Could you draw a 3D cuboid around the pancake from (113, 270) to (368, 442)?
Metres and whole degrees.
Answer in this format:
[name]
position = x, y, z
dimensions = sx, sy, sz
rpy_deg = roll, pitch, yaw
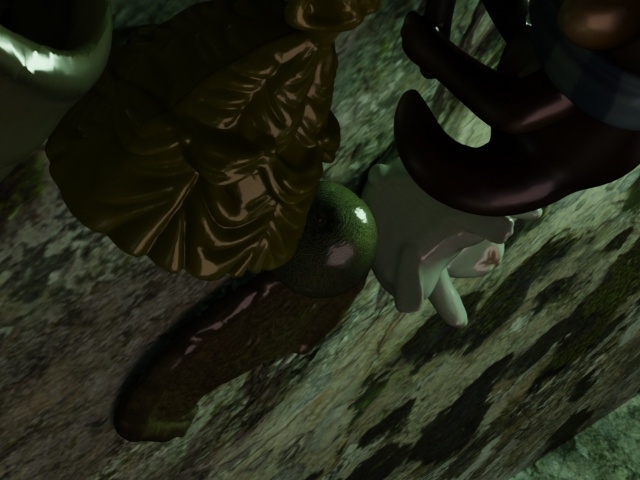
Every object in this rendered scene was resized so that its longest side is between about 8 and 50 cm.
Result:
[pancake]
position = -0.072, 0.101, 1.546
dimensions = 0.286, 0.033, 0.288
rpy_deg = -50, 159, 25

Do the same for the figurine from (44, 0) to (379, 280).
[figurine]
position = -0.008, -0.138, 0.914
dimensions = 0.187, 0.168, 0.315
rpy_deg = 12, 132, -33

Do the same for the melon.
[melon]
position = 0.000, 0.000, 1.357
dimensions = 0.098, 0.098, 0.131
rpy_deg = -39, 168, -4

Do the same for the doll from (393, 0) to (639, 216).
[doll]
position = 0.189, -0.161, 1.144
dimensions = 0.317, 0.209, 0.340
rpy_deg = -3, 158, -12

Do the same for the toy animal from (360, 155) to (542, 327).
[toy animal]
position = 0.129, -0.010, 1.515
dimensions = 0.140, 0.138, 0.282
rpy_deg = -49, 161, 12

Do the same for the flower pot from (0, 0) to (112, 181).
[flower pot]
position = -0.223, -0.105, 0.428
dimensions = 0.244, 0.307, 0.307
rpy_deg = -27, 164, 11
